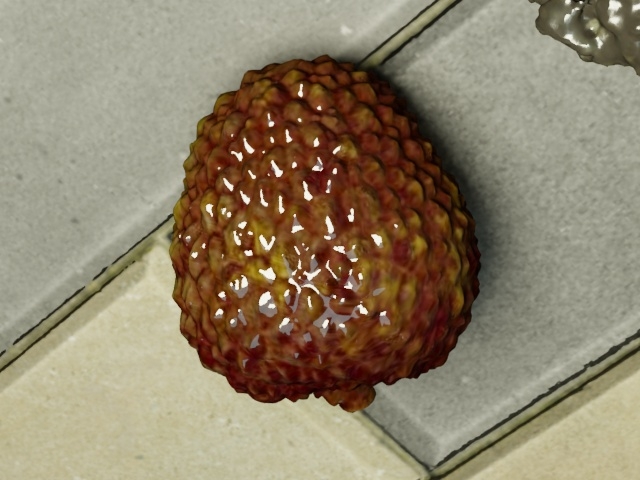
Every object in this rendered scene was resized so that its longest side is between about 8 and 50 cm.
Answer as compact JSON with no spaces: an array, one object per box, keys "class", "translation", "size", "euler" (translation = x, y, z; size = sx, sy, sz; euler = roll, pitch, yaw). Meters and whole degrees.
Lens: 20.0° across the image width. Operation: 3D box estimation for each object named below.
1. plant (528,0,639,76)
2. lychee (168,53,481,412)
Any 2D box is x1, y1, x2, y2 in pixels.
[{"class":"plant","translation":[0.238,-0.193,1.211],"size":[0.178,0.204,0.234],"euler":[36,147,31]},{"class":"lychee","translation":[0.000,0.000,1.348],"size":[0.236,0.236,0.271],"euler":[-13,99,17]}]
